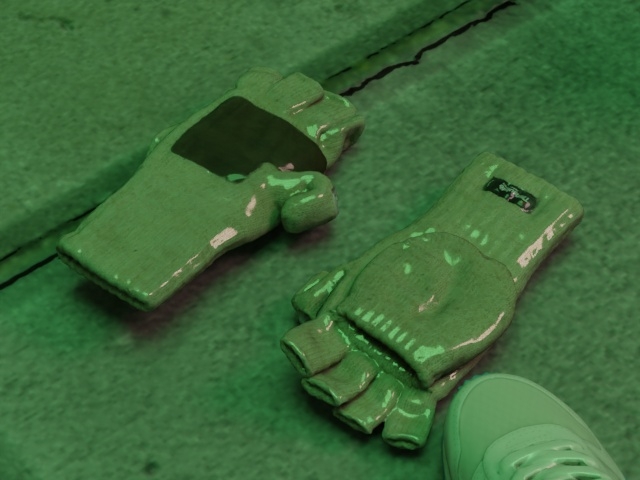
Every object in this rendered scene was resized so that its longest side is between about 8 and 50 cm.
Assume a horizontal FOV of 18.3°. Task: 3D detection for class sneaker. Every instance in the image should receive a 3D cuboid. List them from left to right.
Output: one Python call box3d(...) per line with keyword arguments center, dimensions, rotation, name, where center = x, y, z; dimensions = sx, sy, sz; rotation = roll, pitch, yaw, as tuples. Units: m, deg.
box3d(center=(0.126, 0.142, 0.942), dimensions=(0.087, 0.092, 0.229), rotation=(-18, 50, -14), name="sneaker")

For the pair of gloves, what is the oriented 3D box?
box3d(center=(0.000, 0.000, 1.102), dimensions=(0.240, 0.042, 0.204), rotation=(24, 49, 17), name="pair of gloves")
